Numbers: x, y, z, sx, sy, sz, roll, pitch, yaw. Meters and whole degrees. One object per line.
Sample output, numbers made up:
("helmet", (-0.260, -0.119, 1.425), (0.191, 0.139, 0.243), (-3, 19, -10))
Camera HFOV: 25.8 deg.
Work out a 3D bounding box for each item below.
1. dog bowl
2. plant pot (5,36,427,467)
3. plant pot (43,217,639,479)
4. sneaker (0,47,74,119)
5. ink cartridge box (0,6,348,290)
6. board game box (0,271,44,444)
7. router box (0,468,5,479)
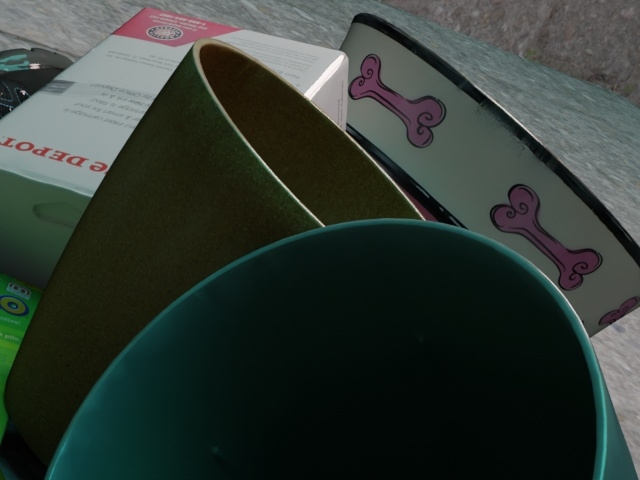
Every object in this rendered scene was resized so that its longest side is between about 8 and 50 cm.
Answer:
("dog bowl", (0.137, -0.034, 1.395), (0.408, 0.150, 0.408), (43, 1, -1))
("plant pot", (-0.077, 0.042, 0.893), (0.237, 0.254, 0.237), (43, 14, -14))
("plant pot", (0.039, 0.174, 0.713), (0.235, 0.293, 0.293), (54, -2, -42))
("sneaker", (-0.304, -0.091, 1.227), (0.341, 0.125, 0.140), (-6, 65, -62))
("ink cartridge box", (-0.127, -0.067, 1.140), (0.207, 0.117, 0.283), (16, 39, 19))
("board game box", (-0.259, 0.074, 0.937), (0.124, 0.039, 0.259), (25, 22, -12))
("router box", (-0.185, 0.138, 0.573), (0.081, 0.243, 0.309), (-18, 32, -6))
